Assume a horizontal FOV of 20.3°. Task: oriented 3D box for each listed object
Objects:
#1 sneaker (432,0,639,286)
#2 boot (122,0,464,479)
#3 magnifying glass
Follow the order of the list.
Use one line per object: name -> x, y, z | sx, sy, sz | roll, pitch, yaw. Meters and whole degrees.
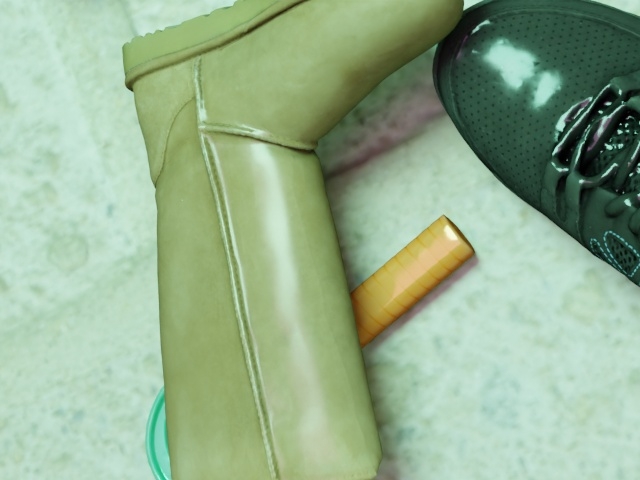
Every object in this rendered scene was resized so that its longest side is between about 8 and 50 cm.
sneaker -> 0.193, -0.027, 0.915 | 0.341, 0.139, 0.125 | 37, 100, 19
boot -> 0.000, 0.000, 0.973 | 0.236, 0.089, 0.269 | -17, 78, 38
magnifying glass -> -0.007, 0.070, 1.033 | 0.231, 0.026, 0.092 | -40, 74, 10
